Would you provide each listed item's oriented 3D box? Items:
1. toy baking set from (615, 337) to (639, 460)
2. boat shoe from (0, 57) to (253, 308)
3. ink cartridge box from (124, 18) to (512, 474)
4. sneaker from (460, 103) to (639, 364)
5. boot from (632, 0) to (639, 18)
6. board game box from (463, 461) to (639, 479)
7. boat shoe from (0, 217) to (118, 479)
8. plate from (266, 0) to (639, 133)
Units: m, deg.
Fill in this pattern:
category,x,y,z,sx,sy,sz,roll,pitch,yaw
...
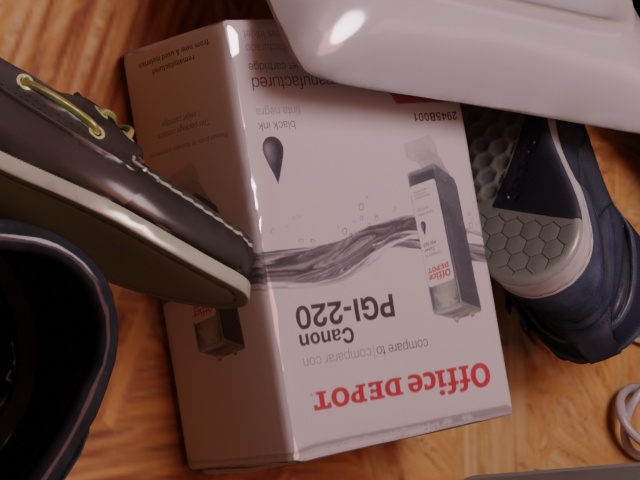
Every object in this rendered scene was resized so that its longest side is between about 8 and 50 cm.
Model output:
category,x,y,z,sx,sy,sz,roll,pitch,yaw
toy baking set,0.268,0.138,1.188,0.197,0.030,0.256,-19,93,-41
boat shoe,-0.125,-0.040,0.833,0.228,0.081,0.068,26,65,-17
ink cartridge box,0.000,0.000,0.948,0.159,0.092,0.217,-7,88,-41
sneaker,0.132,-0.035,1.077,0.163,0.086,0.226,43,33,-49
boot,0.256,-0.030,1.170,0.207,0.090,0.248,33,48,-22
board game box,0.192,0.269,0.972,0.097,0.224,0.303,9,76,-42
boat shoe,-0.258,0.145,0.661,0.500,0.156,0.186,-44,112,-35
plate,0.060,-0.190,0.996,0.277,0.045,0.278,6,53,-41
